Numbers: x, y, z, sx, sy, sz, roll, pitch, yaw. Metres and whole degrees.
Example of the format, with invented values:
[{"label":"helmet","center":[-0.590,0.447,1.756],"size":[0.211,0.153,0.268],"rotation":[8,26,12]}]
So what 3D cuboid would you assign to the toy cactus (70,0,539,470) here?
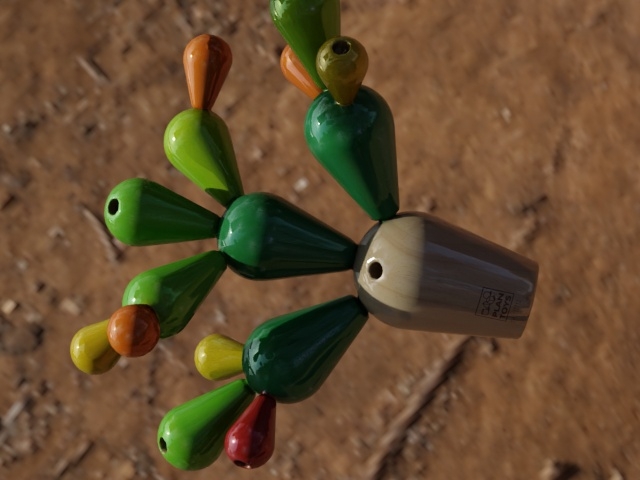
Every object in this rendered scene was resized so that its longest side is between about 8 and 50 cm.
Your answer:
[{"label":"toy cactus","center":[0.000,0.000,0.769],"size":[0.180,0.112,0.219],"rotation":[14,92,-1]}]
